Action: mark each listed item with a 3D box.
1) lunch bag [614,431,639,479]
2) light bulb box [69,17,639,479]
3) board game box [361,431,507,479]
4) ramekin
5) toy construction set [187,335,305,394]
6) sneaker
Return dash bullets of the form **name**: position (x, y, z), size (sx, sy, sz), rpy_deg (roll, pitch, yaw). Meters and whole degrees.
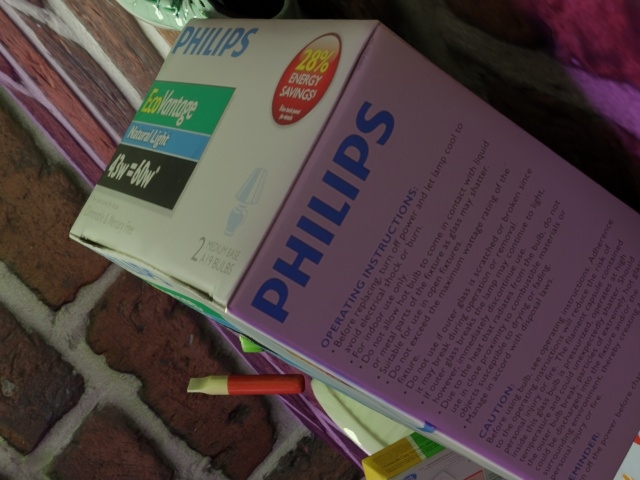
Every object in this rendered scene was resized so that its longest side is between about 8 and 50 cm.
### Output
- **lunch bag**: position (0.328, 0.216, 1.336), size (0.243, 0.115, 0.303), rpy_deg (30, 151, 52)
- **light bulb box**: position (0.045, 0.008, 1.152), size (0.361, 0.225, 0.358), rpy_deg (31, 174, -27)
- **board game box**: position (0.200, 0.380, 1.899), size (0.064, 0.242, 0.316), rpy_deg (28, 137, 56)
- **ramekin**: position (0.130, 0.232, 2.000), size (0.273, 0.127, 0.273), rpy_deg (38, -172, -6)
- **toy construction set**: position (-0.130, 0.042, 1.749), size (0.237, 0.308, 0.257), rpy_deg (-3, 148, 10)
- **sneaker**: position (-0.112, -0.241, 1.291), size (0.256, 0.094, 0.151), rpy_deg (28, 171, 18)
